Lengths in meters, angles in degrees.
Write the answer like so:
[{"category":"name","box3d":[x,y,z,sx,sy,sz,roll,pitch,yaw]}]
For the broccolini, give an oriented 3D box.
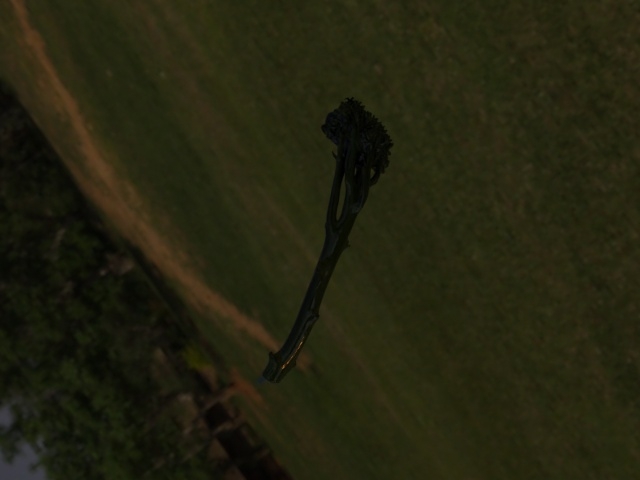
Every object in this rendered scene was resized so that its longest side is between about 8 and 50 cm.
[{"category":"broccolini","box3d":[0.002,-0.001,0.728,0.054,0.194,0.052,24,169,-12]}]
